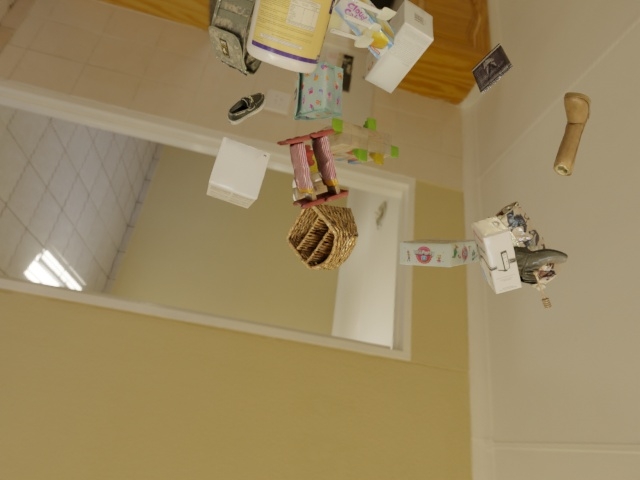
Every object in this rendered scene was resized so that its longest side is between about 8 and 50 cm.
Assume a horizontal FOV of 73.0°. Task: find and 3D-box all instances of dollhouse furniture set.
[{"bbox_3d":[-0.055,-0.226,1.377,0.374,0.152,0.201,-152,-133,-72],"label":"dollhouse furniture set"}]

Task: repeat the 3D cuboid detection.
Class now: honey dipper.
[{"bbox_3d":[0.908,0.201,1.780,0.030,0.030,0.161,161,-94,-81],"label":"honey dipper"}]

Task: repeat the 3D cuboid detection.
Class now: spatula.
[{"bbox_3d":[0.145,-0.741,1.486,0.168,0.242,0.019,-34,-101,40],"label":"spatula"}]

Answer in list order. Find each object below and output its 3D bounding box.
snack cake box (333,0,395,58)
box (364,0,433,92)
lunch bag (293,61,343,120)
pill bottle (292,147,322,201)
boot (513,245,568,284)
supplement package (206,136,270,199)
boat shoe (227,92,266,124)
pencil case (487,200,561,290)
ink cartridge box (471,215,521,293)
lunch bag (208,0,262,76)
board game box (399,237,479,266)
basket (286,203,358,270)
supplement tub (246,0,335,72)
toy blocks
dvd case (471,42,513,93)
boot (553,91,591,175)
[{"bbox_3d":[0.181,-0.879,1.727,0.089,0.264,0.152,-31,-148,38],"label":"snack cake box"},{"bbox_3d":[0.383,-0.951,2.141,0.345,0.168,0.215,-45,-150,50],"label":"box"},{"bbox_3d":[-0.034,-0.674,1.991,0.262,0.160,0.224,7,-84,43],"label":"lunch bag"},{"bbox_3d":[-0.054,-0.355,2.462,0.188,0.187,0.334,112,-7,-50],"label":"pill bottle"},{"bbox_3d":[0.930,0.119,1.865,0.083,0.246,0.161,70,29,-58],"label":"boot"},{"bbox_3d":[-0.348,-0.274,1.805,0.262,0.198,0.199,166,-59,-73],"label":"supplement package"},{"bbox_3d":[-0.315,-0.587,1.880,0.219,0.077,0.070,-49,168,-27],"label":"boat shoe"},{"bbox_3d":[0.970,0.025,2.053,0.410,0.183,0.160,58,-28,3],"label":"pencil case"},{"bbox_3d":[0.559,0.043,1.384,0.148,0.085,0.203,-80,151,-70],"label":"ink cartridge box"},{"bbox_3d":[-0.300,-0.795,1.645,0.235,0.169,0.287,38,-66,36],"label":"lunch bag"},{"bbox_3d":[0.498,0.045,1.793,0.224,0.303,0.098,2,-87,41],"label":"board game box"},{"bbox_3d":[0.000,0.000,1.911,0.299,0.223,0.214,-52,-141,46],"label":"basket"},{"bbox_3d":[-0.085,-0.727,1.362,0.241,0.241,0.331,-93,-161,-61],"label":"supplement tub"},{"bbox_3d":[0.122,-0.424,1.929,0.260,0.381,0.191,-2,-95,52],"label":"toy blocks"},{"bbox_3d":[0.778,-0.784,1.971,0.164,0.018,0.221,-42,-148,38],"label":"dvd case"},{"bbox_3d":[1.006,-0.423,1.739,0.089,0.236,0.270,18,-91,46],"label":"boot"}]
